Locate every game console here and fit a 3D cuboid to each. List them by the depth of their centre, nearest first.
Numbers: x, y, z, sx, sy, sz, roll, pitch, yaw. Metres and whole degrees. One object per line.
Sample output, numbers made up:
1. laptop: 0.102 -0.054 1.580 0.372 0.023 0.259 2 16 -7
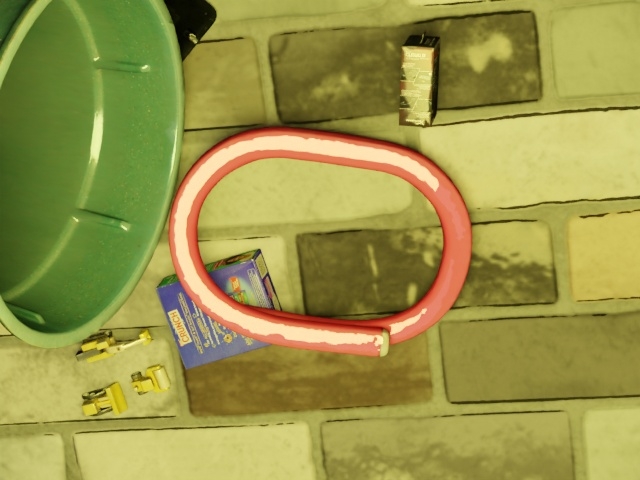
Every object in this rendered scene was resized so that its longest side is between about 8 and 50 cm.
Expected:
1. game console: -0.179 -0.210 1.571 0.122 0.071 0.107 38 79 -3

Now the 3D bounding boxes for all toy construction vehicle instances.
1. toy construction vehicle: -0.210 0.138 1.668 0.098 0.035 0.085 -13 104 14

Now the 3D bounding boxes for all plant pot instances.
1. plant pot: -0.348 -0.103 1.470 0.334 0.341 0.341 12 109 23

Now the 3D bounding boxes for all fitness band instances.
1. fitness band: 0.000 0.000 1.553 0.291 0.054 0.209 8 100 -2

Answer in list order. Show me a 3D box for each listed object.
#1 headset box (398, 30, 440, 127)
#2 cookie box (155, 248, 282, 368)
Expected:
1. headset box: 0.093 -0.153 1.512 0.032 0.062 0.083 5 107 8
2. cookie box: -0.098 0.068 1.623 0.107 0.040 0.091 -16 101 13
